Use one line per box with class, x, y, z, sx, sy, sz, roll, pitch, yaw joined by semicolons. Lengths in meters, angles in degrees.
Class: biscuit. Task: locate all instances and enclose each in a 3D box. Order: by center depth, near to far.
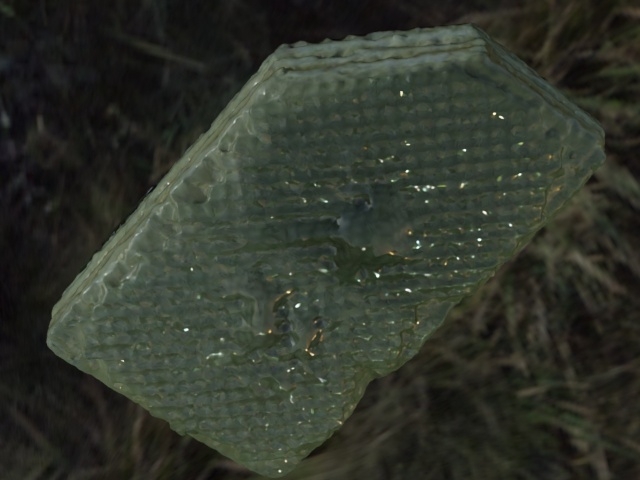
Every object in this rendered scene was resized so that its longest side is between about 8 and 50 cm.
biscuit;0.000;0.000;0.710;0.150;0.052;0.252;36;114;-20
